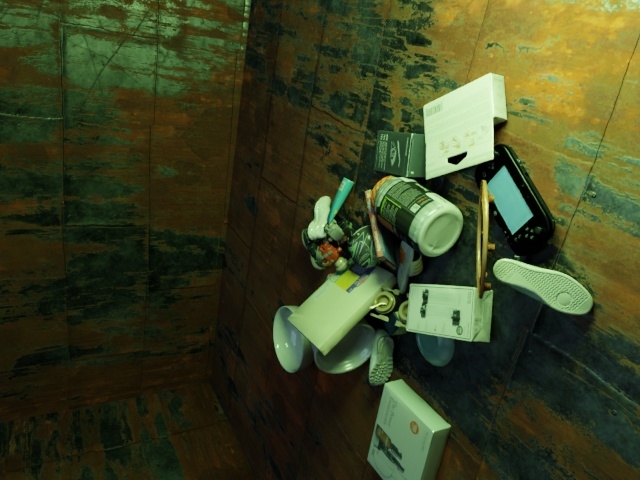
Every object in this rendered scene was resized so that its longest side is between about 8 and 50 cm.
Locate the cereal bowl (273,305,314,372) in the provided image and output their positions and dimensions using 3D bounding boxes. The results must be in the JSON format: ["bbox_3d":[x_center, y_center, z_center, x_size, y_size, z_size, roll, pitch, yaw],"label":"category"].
[{"bbox_3d":[-0.110,0.491,2.569,0.339,0.141,0.339,10,101,59],"label":"cereal bowl"}]

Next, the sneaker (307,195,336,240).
[{"bbox_3d":[0.027,-0.100,2.319,0.115,0.090,0.232,3,63,25],"label":"sneaker"}]

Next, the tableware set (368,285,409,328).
[{"bbox_3d":[0.275,0.241,1.848,0.194,0.039,0.128,16,76,31],"label":"tableware set"}]

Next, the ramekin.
[{"bbox_3d":[0.086,0.406,2.102,0.135,0.277,0.277,-120,39,-51],"label":"ramekin"}]

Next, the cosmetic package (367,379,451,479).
[{"bbox_3d":[0.320,0.764,1.896,0.284,0.097,0.378,34,122,51],"label":"cosmetic package"}]

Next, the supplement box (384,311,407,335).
[{"bbox_3d":[0.299,0.309,1.899,0.083,0.083,0.056,-59,44,44],"label":"supplement box"}]

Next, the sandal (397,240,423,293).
[{"bbox_3d":[0.331,0.092,1.850,0.265,0.076,0.102,89,173,-48],"label":"sandal"}]

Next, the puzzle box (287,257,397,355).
[{"bbox_3d":[0.084,0.242,2.020,0.052,0.409,0.272,54,167,-32],"label":"puzzle box"}]

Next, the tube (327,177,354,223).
[{"bbox_3d":[0.078,-0.171,2.205,0.207,0.052,0.080,-63,7,10],"label":"tube"}]

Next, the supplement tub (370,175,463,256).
[{"bbox_3d":[0.315,-0.095,1.729,0.316,0.193,0.194,45,130,48],"label":"supplement tub"}]

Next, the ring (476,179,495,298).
[{"bbox_3d":[0.468,-0.003,1.439,0.336,0.032,0.337,2,-90,-76],"label":"ring"}]

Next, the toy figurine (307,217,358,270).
[{"bbox_3d":[0.070,0.024,2.154,0.213,0.148,0.209,-52,17,-19],"label":"toy figurine"}]

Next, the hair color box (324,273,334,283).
[{"bbox_3d":[0.073,0.224,2.326,0.141,0.043,0.072,57,138,40],"label":"hair color box"}]

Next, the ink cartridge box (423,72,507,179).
[{"bbox_3d":[0.446,-0.343,1.590,0.296,0.066,0.261,-11,78,60],"label":"ink cartridge box"}]

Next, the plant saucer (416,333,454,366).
[{"bbox_3d":[0.392,0.350,1.791,0.195,0.037,0.195,11,102,59],"label":"plant saucer"}]

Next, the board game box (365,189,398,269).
[{"bbox_3d":[0.229,-0.040,1.898,0.027,0.145,0.281,-20,59,23],"label":"board game box"}]

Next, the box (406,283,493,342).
[{"bbox_3d":[0.413,0.231,1.653,0.290,0.087,0.169,-6,77,57],"label":"box"}]

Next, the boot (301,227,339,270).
[{"bbox_3d":[0.002,0.001,2.400,0.179,0.085,0.236,-53,48,42],"label":"boot"}]

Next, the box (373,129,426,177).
[{"bbox_3d":[0.297,-0.313,1.826,0.207,0.108,0.153,27,115,56],"label":"box"}]

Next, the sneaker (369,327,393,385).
[{"bbox_3d":[0.238,0.472,2.038,0.095,0.090,0.235,-132,51,-65],"label":"sneaker"}]

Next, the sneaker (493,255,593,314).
[{"bbox_3d":[0.600,0.114,1.370,0.255,0.151,0.094,27,100,21],"label":"sneaker"}]

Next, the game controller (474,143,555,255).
[{"bbox_3d":[0.548,-0.117,1.450,0.166,0.067,0.319,-53,48,48],"label":"game controller"}]

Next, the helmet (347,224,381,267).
[{"bbox_3d":[0.187,0.023,1.995,0.161,0.169,0.170,-165,74,-74],"label":"helmet"}]
